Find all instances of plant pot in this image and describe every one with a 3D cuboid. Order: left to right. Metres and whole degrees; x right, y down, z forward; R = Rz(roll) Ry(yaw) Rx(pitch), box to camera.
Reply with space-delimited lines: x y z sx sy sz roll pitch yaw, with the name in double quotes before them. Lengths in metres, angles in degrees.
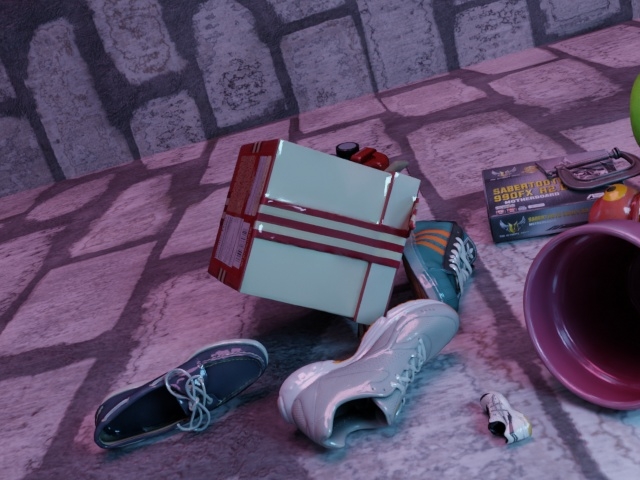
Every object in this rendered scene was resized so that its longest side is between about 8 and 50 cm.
"plant pot" 0.365 0.069 0.804 0.180 0.201 0.201 -11 14 -36

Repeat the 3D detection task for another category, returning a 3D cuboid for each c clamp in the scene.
"c clamp" 0.473 -0.131 1.239 0.161 0.022 0.137 -13 30 6

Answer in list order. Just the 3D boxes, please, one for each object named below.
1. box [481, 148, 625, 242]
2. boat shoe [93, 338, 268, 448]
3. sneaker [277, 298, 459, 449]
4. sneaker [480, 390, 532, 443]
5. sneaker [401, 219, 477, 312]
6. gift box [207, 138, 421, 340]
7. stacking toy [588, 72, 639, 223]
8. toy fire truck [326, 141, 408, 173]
"box" 0.413 -0.083 1.268 0.231 0.056 0.183 -9 31 14
"boat shoe" -0.190 0.211 0.969 0.255 0.095 0.079 -18 19 -1
"sneaker" 0.084 0.174 0.884 0.262 0.099 0.121 -31 32 -16
"sneaker" 0.199 0.198 0.798 0.037 0.031 0.083 -22 21 -15
"sneaker" 0.193 0.030 1.122 0.121 0.108 0.302 -16 22 5
"gift box" 0.000 0.000 1.063 0.258 0.255 0.276 15 5 -22
"stacking toy" 0.509 -0.139 1.089 0.309 0.279 0.130 -31 20 -36
"toy fire truck" 0.102 -0.141 1.597 0.246 0.158 0.217 15 35 34
